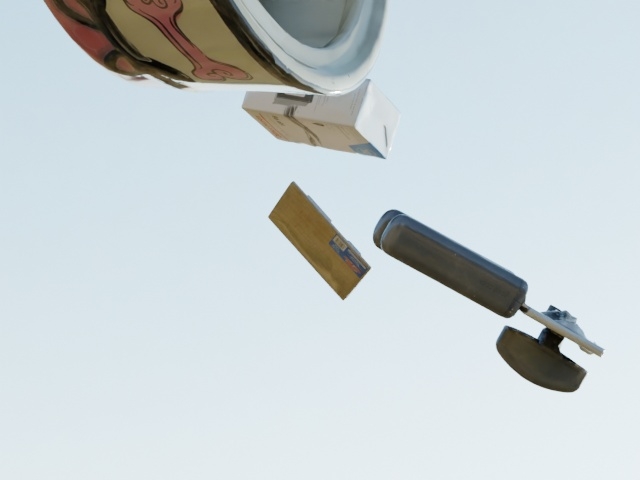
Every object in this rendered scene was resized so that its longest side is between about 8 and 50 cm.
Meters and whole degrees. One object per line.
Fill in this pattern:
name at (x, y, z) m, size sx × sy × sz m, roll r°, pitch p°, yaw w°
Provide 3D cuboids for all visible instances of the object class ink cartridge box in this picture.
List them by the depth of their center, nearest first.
ink cartridge box at (-0.014, -0.147, 2.093) m, size 0.180 × 0.060 × 0.104 m, roll 11°, pitch -13°, yaw 27°

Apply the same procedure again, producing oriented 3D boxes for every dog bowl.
dog bowl at (-0.096, -0.287, 1.340) m, size 0.150 × 0.408 × 0.408 m, roll -12°, pitch -33°, yaw 22°

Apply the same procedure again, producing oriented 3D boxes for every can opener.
can opener at (0.172, 0.071, 1.964) m, size 0.283 × 0.095 × 0.076 m, roll 28°, pitch 3°, yaw -15°

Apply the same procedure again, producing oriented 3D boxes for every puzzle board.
puzzle board at (0.000, 0.000, 2.056) m, size 0.128 × 0.011 × 0.096 m, roll 48°, pitch -28°, yaw 5°
